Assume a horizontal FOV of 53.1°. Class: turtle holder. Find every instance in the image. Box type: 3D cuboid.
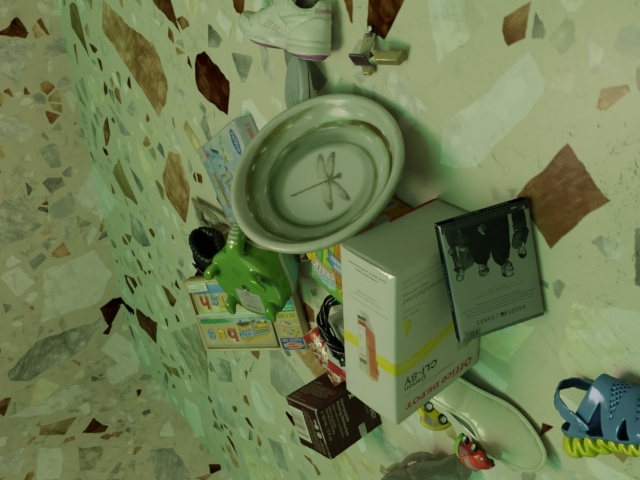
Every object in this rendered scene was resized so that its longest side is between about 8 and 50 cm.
[{"bbox_3d":[-0.194,0.058,1.846,0.243,0.227,0.320,-14,122,47],"label":"turtle holder"}]

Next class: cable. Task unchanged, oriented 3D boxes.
[{"bbox_3d":[0.058,0.217,1.600,0.150,0.047,0.185,-38,66,42],"label":"cable"}]

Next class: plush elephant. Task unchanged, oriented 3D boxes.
[{"bbox_3d":[0.257,0.708,1.706,0.329,0.255,0.272,-5,65,25],"label":"plush elephant"}]

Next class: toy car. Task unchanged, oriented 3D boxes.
[{"bbox_3d":[0.325,0.477,1.495,0.239,0.053,0.225,39,174,44],"label":"toy car"}]

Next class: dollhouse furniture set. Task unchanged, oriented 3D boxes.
[{"bbox_3d":[0.133,-0.393,1.320,0.114,0.091,0.081,11,80,28],"label":"dollhouse furniture set"}]

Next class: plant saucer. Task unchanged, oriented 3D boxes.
[{"bbox_3d":[0.000,-0.133,1.392,0.400,0.400,0.100,38,172,37],"label":"plant saucer"}]

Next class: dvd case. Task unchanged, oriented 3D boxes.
[{"bbox_3d":[0.319,0.057,1.197,0.029,0.179,0.239,-131,26,-70],"label":"dvd case"}]

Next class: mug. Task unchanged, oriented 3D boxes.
[{"bbox_3d":[0.041,0.329,1.877,0.169,0.113,0.150,59,-178,15],"label":"mug"}]

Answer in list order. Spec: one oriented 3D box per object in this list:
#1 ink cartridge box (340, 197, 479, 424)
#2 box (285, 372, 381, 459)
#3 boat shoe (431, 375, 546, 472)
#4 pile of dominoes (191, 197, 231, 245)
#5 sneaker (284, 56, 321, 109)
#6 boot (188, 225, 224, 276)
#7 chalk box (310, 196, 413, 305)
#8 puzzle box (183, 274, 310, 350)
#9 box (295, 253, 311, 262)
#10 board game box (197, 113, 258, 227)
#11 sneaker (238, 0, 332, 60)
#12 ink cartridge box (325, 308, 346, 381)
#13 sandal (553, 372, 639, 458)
[{"bbox_3d":[0.199,0.147,1.342,0.160,0.279,0.385,30,135,42],"label":"ink cartridge box"},{"bbox_3d":[0.038,0.507,1.907,0.167,0.203,0.169,3,114,56],"label":"box"},{"bbox_3d":[0.375,0.400,1.459,0.319,0.116,0.099,35,-179,30],"label":"boat shoe"},{"bbox_3d":[-0.381,-0.043,2.334,0.251,0.040,0.196,34,144,51],"label":"pile of dominoes"},{"bbox_3d":[-0.024,-0.312,1.539,0.094,0.091,0.258,15,115,59],"label":"sneaker"},{"bbox_3d":[-0.328,0.131,2.222,0.348,0.131,0.260,34,142,23],"label":"boot"},{"bbox_3d":[0.096,0.040,1.516,0.180,0.179,0.289,38,140,37],"label":"chalk box"},{"bbox_3d":[-0.242,0.236,2.106,0.408,0.052,0.272,-7,109,27],"label":"puzzle box"},{"bbox_3d":[0.000,0.000,1.749,0.232,0.058,0.087,-16,96,59],"label":"box"},{"bbox_3d":[-0.240,-0.186,1.974,0.318,0.065,0.319,-17,97,59],"label":"board game box"},{"bbox_3d":[-0.075,-0.514,1.481,0.305,0.114,0.152,29,120,39],"label":"sneaker"},{"bbox_3d":[0.101,0.278,1.723,0.127,0.128,0.176,30,135,43],"label":"ink cartridge box"},{"bbox_3d":[0.519,0.295,1.117,0.138,0.126,0.317,64,148,9],"label":"sandal"}]
